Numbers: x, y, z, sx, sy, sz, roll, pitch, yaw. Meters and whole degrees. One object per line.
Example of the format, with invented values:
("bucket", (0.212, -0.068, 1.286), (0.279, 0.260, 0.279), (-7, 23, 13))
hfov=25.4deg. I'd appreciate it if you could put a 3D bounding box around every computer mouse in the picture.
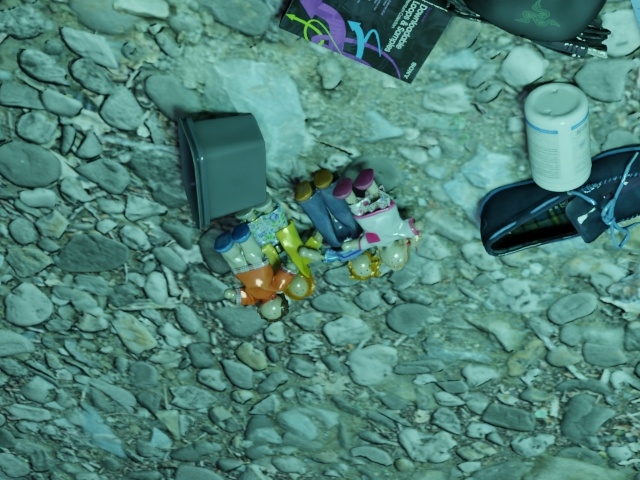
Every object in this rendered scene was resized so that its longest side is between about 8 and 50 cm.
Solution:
("computer mouse", (0.204, -0.220, 1.357), (0.189, 0.072, 0.272), (17, 177, 1))

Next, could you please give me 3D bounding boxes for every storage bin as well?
("storage bin", (-0.116, -0.092, 1.690), (0.091, 0.098, 0.135), (-12, 139, -13))

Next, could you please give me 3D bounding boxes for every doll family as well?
("doll family", (0.000, 0.000, 1.757), (0.263, 0.118, 0.163), (-23, 123, 11))

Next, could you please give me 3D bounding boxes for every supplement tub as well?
("supplement tub", (0.263, -0.115, 1.570), (0.071, 0.071, 0.107), (1, 137, 13))

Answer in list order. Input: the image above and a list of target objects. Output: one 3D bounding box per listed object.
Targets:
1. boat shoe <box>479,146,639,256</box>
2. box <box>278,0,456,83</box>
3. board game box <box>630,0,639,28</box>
("boat shoe", (0.309, -0.029, 1.638), (0.258, 0.089, 0.109), (-21, 128, 33))
("box", (0.050, -0.242, 1.517), (0.162, 0.029, 0.116), (21, 138, -10))
("board game box", (0.465, -0.231, 1.421), (0.281, 0.027, 0.145), (-9, 132, 24))
